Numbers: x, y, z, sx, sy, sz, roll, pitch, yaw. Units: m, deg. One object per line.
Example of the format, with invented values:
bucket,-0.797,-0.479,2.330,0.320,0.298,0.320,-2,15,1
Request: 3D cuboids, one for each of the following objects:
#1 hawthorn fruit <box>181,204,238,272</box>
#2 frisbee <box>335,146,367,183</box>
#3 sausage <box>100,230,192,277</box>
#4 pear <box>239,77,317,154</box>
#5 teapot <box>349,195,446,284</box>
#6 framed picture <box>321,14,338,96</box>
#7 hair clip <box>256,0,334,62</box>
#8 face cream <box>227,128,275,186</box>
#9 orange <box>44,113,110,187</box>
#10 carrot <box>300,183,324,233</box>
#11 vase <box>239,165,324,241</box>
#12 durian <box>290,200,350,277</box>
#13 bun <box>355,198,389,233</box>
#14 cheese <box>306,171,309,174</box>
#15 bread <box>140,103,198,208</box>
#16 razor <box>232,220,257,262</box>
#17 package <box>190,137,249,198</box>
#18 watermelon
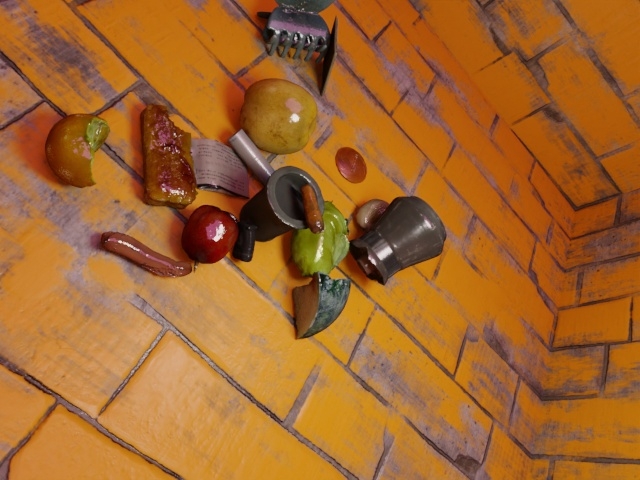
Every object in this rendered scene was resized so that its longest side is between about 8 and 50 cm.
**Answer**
hawthorn fruit,-0.391,-0.005,1.594,0.189,0.189,0.251,37,62,-20
frisbee,0.157,-0.368,2.238,0.192,0.035,0.192,15,63,-33
sausage,-0.561,0.051,1.504,0.304,0.078,0.078,30,57,-28
pear,-0.168,-0.498,1.872,0.314,0.314,0.314,14,65,-33
teapot,0.317,0.025,1.981,0.362,0.376,0.305,-34,62,-9
framed picture,0.043,-0.861,2.184,0.018,0.293,0.231,7,68,-9
hair clip,-0.108,-0.974,2.112,0.319,0.392,0.238,-1,87,-24
face cream,-0.264,-0.323,1.850,0.250,0.077,0.077,52,50,-21
orange,-0.749,-0.287,1.421,0.159,0.179,0.237,20,63,-34
carrot,-0.032,-0.110,1.605,0.060,0.060,0.186,-3,69,-38
vase,-0.166,-0.111,1.724,0.245,0.291,0.245,16,63,-34
durian,0.000,0.000,1.859,0.255,0.204,0.340,52,43,-5
bun,0.246,-0.094,2.144,0.193,0.128,0.178,-37,98,-29
cheese,-0.103,-0.200,1.964,0.245,0.052,0.135,-37,99,-41
bread,-0.534,-0.300,1.639,0.185,0.109,0.380,2,70,-36
razor,-0.278,0.001,1.695,0.054,0.090,0.147,-5,107,-52
package,-0.379,-0.276,1.779,0.251,0.062,0.203,11,67,-38
watermelon,0.003,0.207,1.802,0.290,0.214,0.319,-30,137,-44
